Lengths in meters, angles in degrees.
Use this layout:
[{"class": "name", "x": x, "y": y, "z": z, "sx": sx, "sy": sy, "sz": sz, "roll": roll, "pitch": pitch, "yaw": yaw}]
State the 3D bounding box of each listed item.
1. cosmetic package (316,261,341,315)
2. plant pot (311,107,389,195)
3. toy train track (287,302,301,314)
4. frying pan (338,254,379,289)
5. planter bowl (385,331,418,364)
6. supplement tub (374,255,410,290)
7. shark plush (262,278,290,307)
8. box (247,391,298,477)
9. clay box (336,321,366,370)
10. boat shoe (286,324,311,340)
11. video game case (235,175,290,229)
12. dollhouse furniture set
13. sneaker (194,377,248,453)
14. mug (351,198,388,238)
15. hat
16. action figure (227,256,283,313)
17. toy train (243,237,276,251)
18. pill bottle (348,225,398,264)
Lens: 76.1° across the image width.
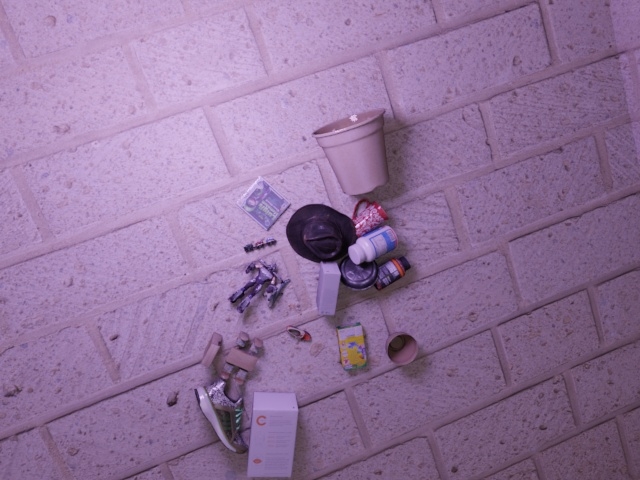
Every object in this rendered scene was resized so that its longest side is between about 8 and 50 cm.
[{"class": "cosmetic package", "x": 0.035, "y": 0.226, "z": 1.926, "sx": 0.085, "sy": 0.117, "sz": 0.231, "roll": 3, "pitch": 117, "yaw": -11}, {"class": "plant pot", "x": 0.165, "y": -0.381, "z": 1.816, "sx": 0.333, "sy": 0.334, "sz": 0.306, "roll": -23, "pitch": 112, "yaw": -6}, {"class": "toy train track", "x": -0.126, "y": 0.336, "z": 1.997, "sx": 0.083, "sy": 0.014, "sz": 0.048, "roll": 39, "pitch": 90, "yaw": -12}, {"class": "frying pan", "x": 0.242, "y": 0.121, "z": 1.959, "sx": 0.325, "sy": 0.053, "sz": 0.197, "roll": -19, "pitch": 61, "yaw": -4}, {"class": "planter bowl", "x": 0.396, "y": 0.529, "z": 2.060, "sx": 0.161, "sy": 0.109, "sz": 0.162, "roll": -1, "pitch": 97, "yaw": -8}, {"class": "supplement tub", "x": 0.341, "y": 0.155, "z": 2.003, "sx": 0.197, "sy": 0.106, "sz": 0.106, "roll": -30, "pitch": 101, "yaw": -4}, {"class": "shark plush", "x": -0.209, "y": 0.245, "z": 1.968, "sx": 0.067, "sy": 0.073, "sz": 0.161, "roll": 49, "pitch": 67, "yaw": -31}, {"class": "box", "x": -0.235, "y": 0.937, "z": 1.983, "sx": 0.214, "sy": 0.168, "sz": 0.346, "roll": 6, "pitch": 97, "yaw": -10}, {"class": "clay box", "x": 0.156, "y": 0.532, "z": 2.050, "sx": 0.127, "sy": 0.053, "sz": 0.222, "roll": -9, "pitch": 100, "yaw": -8}, {"class": "boat shoe", "x": -0.106, "y": 0.456, "z": 2.002, "sx": 0.136, "sy": 0.043, "sz": 0.049, "roll": 30, "pitch": 90, "yaw": -13}, {"class": "video game case", "x": -0.265, "y": -0.174, "z": 1.901, "sx": 0.190, "sy": 0.022, "sz": 0.173, "roll": 42, "pitch": 90, "yaw": -12}, {"class": "dollhouse furniture set", "x": -0.414, "y": 0.543, "z": 1.903, "sx": 0.241, "sy": 0.161, "sz": 0.212, "roll": 27, "pitch": 92, "yaw": -12}, {"class": "sneaker", "x": -0.430, "y": 0.836, "z": 1.958, "sx": 0.182, "sy": 0.158, "sz": 0.411, "roll": -32, "pitch": 105, "yaw": -15}, {"class": "mug", "x": 0.217, "y": -0.104, "z": 1.963, "sx": 0.169, "sy": 0.150, "sz": 0.113, "roll": -39, "pitch": 139, "yaw": 2}, {"class": "hat", "x": 0.000, "y": 0.000, "z": 1.869, "sx": 0.330, "sy": 0.134, "sz": 0.332, "roll": 0, "pitch": 121, "yaw": 1}, {"class": "action figure", "x": -0.297, "y": 0.203, "z": 1.903, "sx": 0.185, "sy": 0.099, "sz": 0.285, "roll": 42, "pitch": 86, "yaw": 12}, {"class": "toy train", "x": -0.284, "y": 0.016, "z": 1.923, "sx": 0.158, "sy": 0.027, "sz": 0.036, "roll": -16, "pitch": 89, "yaw": -6}, {"class": "pill bottle", "x": 0.244, "y": 0.026, "z": 1.920, "sx": 0.221, "sy": 0.124, "sz": 0.125, "roll": -25, "pitch": 101, "yaw": -22}]
